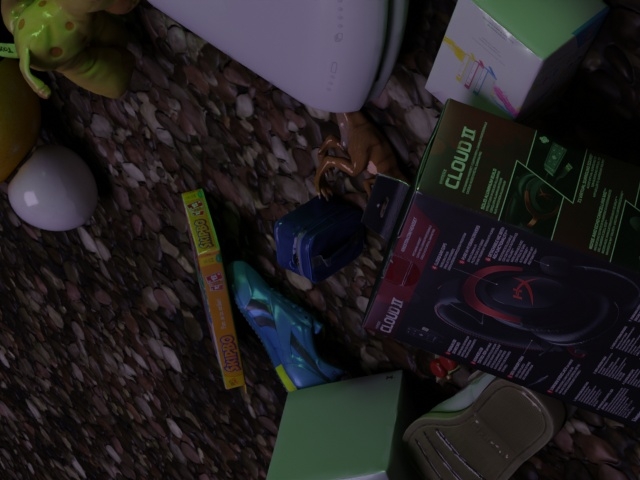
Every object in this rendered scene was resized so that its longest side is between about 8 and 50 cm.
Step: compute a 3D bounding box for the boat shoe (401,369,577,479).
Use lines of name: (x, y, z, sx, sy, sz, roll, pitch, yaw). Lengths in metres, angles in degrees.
boat shoe: (0.188, 0.185, 1.512, 0.113, 0.103, 0.302, 51, 149, 2)

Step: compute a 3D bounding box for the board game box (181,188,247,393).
board game box: (-0.133, 0.072, 1.863, 0.124, 0.039, 0.259, -111, 7, -48)

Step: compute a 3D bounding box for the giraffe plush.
giraffe plush: (-0.270, -0.275, 1.640, 0.181, 0.210, 0.170, 50, 121, 13)

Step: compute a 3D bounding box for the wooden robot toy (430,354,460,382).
wooden robot toy: (0.142, 0.088, 1.516, 0.079, 0.076, 0.173, 59, 151, 12)

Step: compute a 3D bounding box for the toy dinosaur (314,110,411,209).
toy dinosaur: (0.038, -0.101, 1.488, 0.112, 0.064, 0.211, -29, 93, 28)

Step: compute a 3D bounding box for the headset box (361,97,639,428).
headset box: (0.176, 0.020, 1.233, 0.293, 0.110, 0.218, 20, 145, 2)

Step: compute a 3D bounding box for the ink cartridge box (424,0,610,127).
ink cartridge box: (0.158, -0.153, 1.211, 0.090, 0.092, 0.143, 43, 150, 16)

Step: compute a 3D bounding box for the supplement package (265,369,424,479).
supplement package: (0.047, 0.296, 1.694, 0.149, 0.194, 0.203, -13, 117, 16)

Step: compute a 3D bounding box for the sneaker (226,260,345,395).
sneaker: (-0.040, 0.100, 1.802, 0.209, 0.082, 0.069, 58, -167, 22)

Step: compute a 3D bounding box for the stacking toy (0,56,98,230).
stacking toy: (-0.494, -0.188, 1.973, 0.480, 0.351, 0.350, 37, 152, -9)

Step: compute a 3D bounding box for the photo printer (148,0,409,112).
photo printer: (-0.046, -0.273, 1.353, 0.307, 0.107, 0.256, 36, 144, 28)

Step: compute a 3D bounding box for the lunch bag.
lunch bag: (0.000, 0.000, 1.588, 0.065, 0.098, 0.067, 23, 134, 37)
